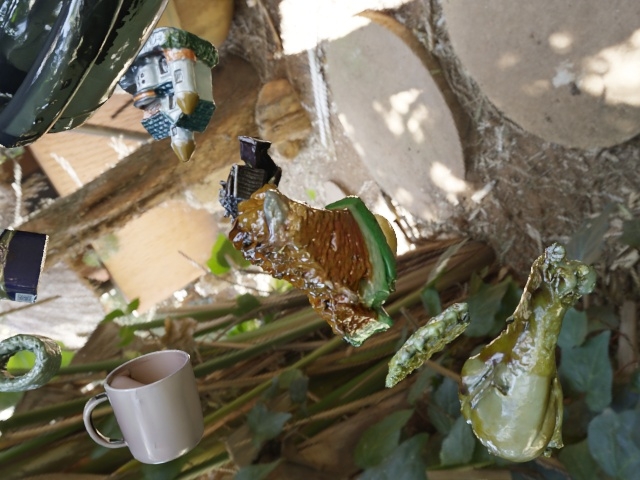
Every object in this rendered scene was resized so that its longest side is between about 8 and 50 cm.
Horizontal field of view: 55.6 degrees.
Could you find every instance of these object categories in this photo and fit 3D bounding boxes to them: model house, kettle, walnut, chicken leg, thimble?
[{"bbox_3d":[-0.178,-0.150,1.434,0.141,0.203,0.164,-6,153,28],"label":"model house"},{"bbox_3d":[-0.244,-0.244,0.562,0.324,0.228,0.320,-33,50,39],"label":"kettle"},{"bbox_3d":[0.102,0.017,1.422,0.159,0.159,0.206,47,158,24],"label":"walnut"},{"bbox_3d":[0.361,0.198,1.041,0.202,0.153,0.428,25,116,30],"label":"chicken leg"},{"bbox_3d":[-0.458,0.187,0.924,0.062,0.110,0.084,90,167,-79],"label":"thimble"},{"bbox_3d":[-0.393,-0.353,1.564,0.272,0.190,0.300,-13,84,27],"label":"model house"}]

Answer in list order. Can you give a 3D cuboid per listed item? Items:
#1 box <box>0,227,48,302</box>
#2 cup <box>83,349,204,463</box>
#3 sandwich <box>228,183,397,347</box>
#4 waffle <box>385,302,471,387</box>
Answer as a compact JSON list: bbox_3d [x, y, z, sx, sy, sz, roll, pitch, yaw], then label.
[{"bbox_3d":[-0.762,0.046,1.363,0.071,0.260,0.168,124,147,-47],"label":"box"},{"bbox_3d":[-0.398,0.392,1.381,0.191,0.253,0.200,15,120,63],"label":"cup"},{"bbox_3d":[0.000,0.000,0.852,0.250,0.162,0.301,54,-172,26],"label":"sandwich"},{"bbox_3d":[0.220,0.210,1.254,0.054,0.204,0.223,52,159,21],"label":"waffle"}]
